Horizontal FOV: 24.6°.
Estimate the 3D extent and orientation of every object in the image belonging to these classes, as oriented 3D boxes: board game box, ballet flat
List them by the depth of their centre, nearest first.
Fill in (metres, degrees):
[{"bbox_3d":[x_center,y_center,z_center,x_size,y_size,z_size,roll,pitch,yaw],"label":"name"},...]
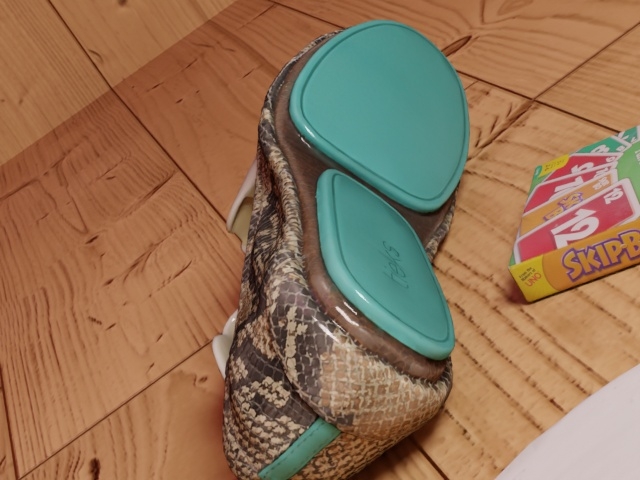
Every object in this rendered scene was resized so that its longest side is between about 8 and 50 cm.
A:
[{"bbox_3d":[0.238,-0.048,0.869,0.259,0.039,0.124,-20,25,28],"label":"board game box"},{"bbox_3d":[0.000,0.000,0.984,0.182,0.164,0.483,-48,15,25],"label":"ballet flat"}]

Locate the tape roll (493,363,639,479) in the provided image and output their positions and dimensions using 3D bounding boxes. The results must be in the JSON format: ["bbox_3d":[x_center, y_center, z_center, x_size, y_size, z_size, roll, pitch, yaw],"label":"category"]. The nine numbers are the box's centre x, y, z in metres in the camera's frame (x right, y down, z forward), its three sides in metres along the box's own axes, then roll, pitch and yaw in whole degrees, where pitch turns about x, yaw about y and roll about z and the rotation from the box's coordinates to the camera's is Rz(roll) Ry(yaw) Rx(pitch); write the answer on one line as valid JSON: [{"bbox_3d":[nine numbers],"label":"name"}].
[{"bbox_3d":[0.124,0.156,0.372,0.286,0.100,0.286,-39,27,24],"label":"tape roll"}]
